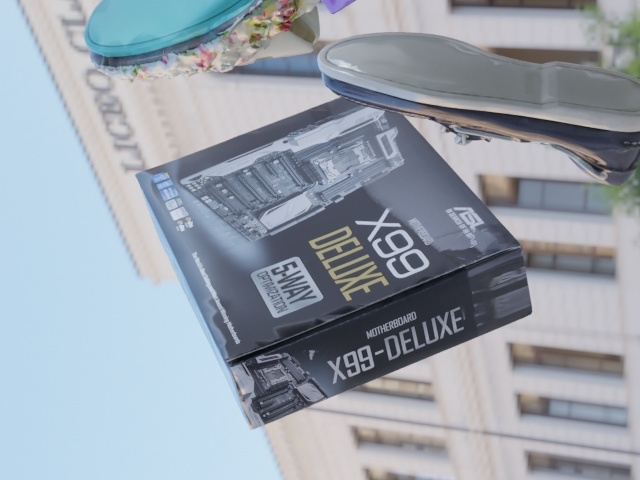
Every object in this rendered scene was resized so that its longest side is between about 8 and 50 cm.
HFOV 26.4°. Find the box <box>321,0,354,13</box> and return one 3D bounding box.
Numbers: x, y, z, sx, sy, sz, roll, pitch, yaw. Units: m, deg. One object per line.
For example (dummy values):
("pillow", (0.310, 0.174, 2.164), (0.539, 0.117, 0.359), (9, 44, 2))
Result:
("box", (0.132, -0.282, 0.950), (0.057, 0.293, 0.201), (52, -133, -14))

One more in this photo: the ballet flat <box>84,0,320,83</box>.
("ballet flat", (-0.005, -0.132, 0.654), (0.077, 0.241, 0.091), (38, -146, -40))

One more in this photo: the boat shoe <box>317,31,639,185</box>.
("boat shoe", (0.096, -0.076, 0.825), (0.075, 0.206, 0.065), (-68, -15, -51))

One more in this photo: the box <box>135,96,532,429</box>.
("box", (0.000, 0.000, 1.143), (0.307, 0.242, 0.076), (-123, 14, -54))
